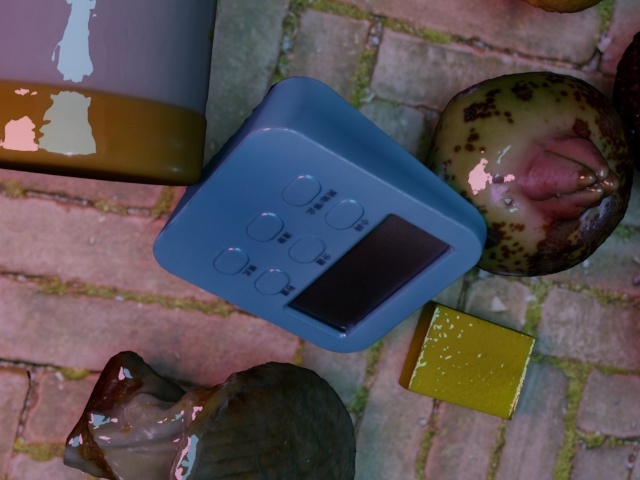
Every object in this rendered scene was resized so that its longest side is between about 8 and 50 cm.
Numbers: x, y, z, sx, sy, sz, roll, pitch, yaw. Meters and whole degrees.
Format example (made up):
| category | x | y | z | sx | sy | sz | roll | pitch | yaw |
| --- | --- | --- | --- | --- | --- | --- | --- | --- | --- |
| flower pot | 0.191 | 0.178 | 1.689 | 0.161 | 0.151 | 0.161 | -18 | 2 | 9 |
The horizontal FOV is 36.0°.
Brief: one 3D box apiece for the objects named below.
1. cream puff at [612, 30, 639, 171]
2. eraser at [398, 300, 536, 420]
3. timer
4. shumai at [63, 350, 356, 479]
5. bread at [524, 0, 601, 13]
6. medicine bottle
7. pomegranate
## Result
| category | x | y | z | sx | sy | sz | roll | pitch | yaw |
| --- | --- | --- | --- | --- | --- | --- | --- | --- | --- |
| cream puff | 0.415 | -0.132 | 1.012 | 0.239 | 0.165 | 0.239 | 4 | 62 | -8 |
| eraser | 0.156 | 0.128 | 1.047 | 0.122 | 0.045 | 0.097 | 20 | 88 | -12 |
| timer | 0.000 | 0.000 | 0.924 | 0.250 | 0.091 | 0.232 | 35 | 129 | -13 |
| shumai | -0.102 | 0.215 | 0.970 | 0.272 | 0.204 | 0.222 | 55 | 52 | -34 |
| bread | 0.243 | -0.346 | 0.980 | 0.240 | 0.139 | 0.239 | -12 | 111 | -32 |
| medicine bottle | -0.211 | -0.172 | 0.861 | 0.238 | 0.238 | 0.231 | 7 | 90 | -12 |
| pomegranate | 0.212 | -0.065 | 0.945 | 0.214 | 0.248 | 0.214 | -1 | 93 | -13 |
